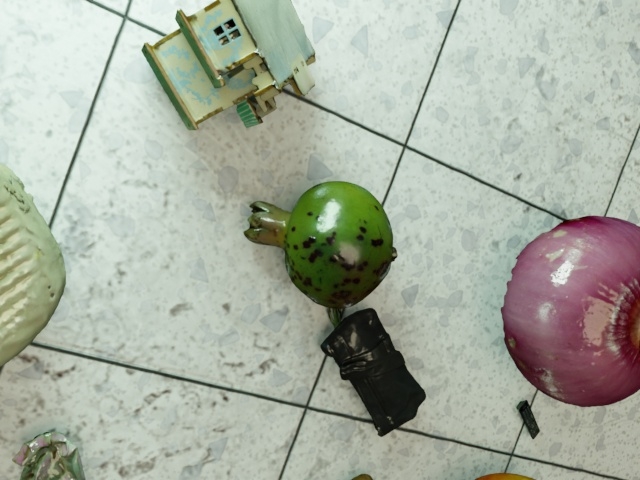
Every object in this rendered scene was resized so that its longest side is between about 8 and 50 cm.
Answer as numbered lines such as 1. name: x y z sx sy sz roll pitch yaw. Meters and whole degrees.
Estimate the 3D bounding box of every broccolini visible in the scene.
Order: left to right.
1. broccolini: 0.032 0.144 1.043 0.035 0.030 0.140 -30 119 -52

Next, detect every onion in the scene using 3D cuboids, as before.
1. onion: 0.525 0.141 1.086 0.358 0.344 0.359 -35 140 -36

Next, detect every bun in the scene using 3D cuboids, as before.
1. bun: -0.513 0.017 0.715 0.359 0.211 0.360 -10 110 -28

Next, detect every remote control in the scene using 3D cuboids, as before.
1. remote control: 0.439 0.378 1.241 0.034 0.016 0.091 -38 111 -28

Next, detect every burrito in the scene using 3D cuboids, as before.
1. burrito: -0.397 0.436 0.905 0.096 0.066 0.309 -13 107 -21

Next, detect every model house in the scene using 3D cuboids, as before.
1. model house: -0.137 -0.243 0.826 0.206 0.271 0.178 -20 114 20

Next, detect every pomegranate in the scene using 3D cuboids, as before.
1. pomegranate: 0.000 0.000 0.930 0.247 0.202 0.202 12 96 8

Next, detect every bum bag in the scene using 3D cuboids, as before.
1. bum bag: 0.099 0.238 1.057 0.123 0.060 0.248 -36 116 -17

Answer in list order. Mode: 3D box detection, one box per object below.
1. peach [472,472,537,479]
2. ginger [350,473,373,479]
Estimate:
1. peach: 0.358 0.571 1.125 0.280 0.238 0.281 1 137 1
2. ginger: 0.069 0.580 1.040 0.357 0.152 0.274 -12 62 -32
